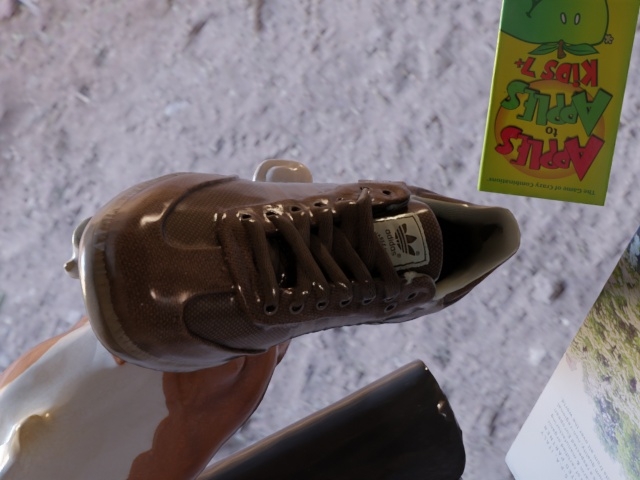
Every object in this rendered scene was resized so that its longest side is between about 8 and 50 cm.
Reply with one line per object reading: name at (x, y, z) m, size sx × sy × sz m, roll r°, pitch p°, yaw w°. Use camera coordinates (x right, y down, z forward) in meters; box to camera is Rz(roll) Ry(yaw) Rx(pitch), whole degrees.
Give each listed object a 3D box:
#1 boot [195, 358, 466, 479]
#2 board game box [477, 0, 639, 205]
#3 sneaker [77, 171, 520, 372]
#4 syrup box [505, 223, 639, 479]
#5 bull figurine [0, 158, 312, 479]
boot at (-0.089, 0.220, 1.257) m, size 0.445 × 0.367 × 0.146 m, roll -19°, pitch 53°, yaw -7°
board game box at (0.166, -0.118, 1.023) m, size 0.092 × 0.181 × 0.043 m, roll 7°, pitch 29°, yaw 5°
sneaker at (0.000, 0.000, 0.499) m, size 0.071 × 0.188 × 0.066 m, roll -18°, pitch 84°, yaw 33°
syrup box at (0.153, 0.044, 0.497) m, size 0.096 × 0.237 × 0.093 m, roll -15°, pitch 57°, yaw -22°
bull figurine at (-0.097, 0.071, 0.694) m, size 0.101 × 0.188 × 0.310 m, roll 39°, pitch 76°, yaw 17°
